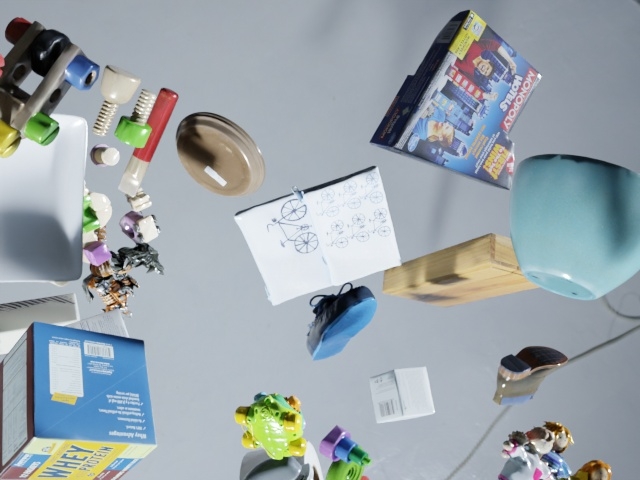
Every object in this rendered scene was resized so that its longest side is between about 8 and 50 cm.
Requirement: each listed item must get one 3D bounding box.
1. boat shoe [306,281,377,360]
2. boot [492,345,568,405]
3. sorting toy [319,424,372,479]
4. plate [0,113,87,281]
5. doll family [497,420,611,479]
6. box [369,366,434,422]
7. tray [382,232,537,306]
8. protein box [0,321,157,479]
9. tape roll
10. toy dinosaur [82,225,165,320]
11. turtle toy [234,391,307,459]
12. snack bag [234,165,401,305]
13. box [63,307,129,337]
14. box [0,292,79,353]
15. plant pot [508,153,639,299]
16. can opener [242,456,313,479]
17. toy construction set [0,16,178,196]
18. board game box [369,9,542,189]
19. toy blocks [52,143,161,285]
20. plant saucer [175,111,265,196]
[{"bbox_3d":[0.016,0.138,1.200,0.109,0.258,0.089,-7,63,-29],"label":"boat shoe"},{"bbox_3d":[0.482,0.314,1.548,0.219,0.106,0.082,-4,29,-33],"label":"boot"},{"bbox_3d":[0.097,0.529,1.418,0.126,0.365,0.127,21,54,34],"label":"sorting toy"},{"bbox_3d":[-0.520,-0.070,1.054,0.278,0.045,0.277,-1,99,-34],"label":"plate"},{"bbox_3d":[0.332,0.351,0.941,0.263,0.118,0.163,36,76,-10],"label":"doll family"},{"bbox_3d":[0.171,0.327,1.406,0.087,0.101,0.101,3,68,-29],"label":"box"},{"bbox_3d":[0.344,0.084,1.576,0.203,0.411,0.076,15,72,-24],"label":"tray"},{"bbox_3d":[-0.396,0.265,1.080,0.200,0.136,0.201,19,39,-40],"label":"protein box"},{"bbox_3d":[-0.087,0.643,1.665,0.169,0.246,0.246,-12,76,6],"label":"tape roll"},{"bbox_3d":[-0.581,0.074,1.910,0.219,0.321,0.164,-19,38,-27],"label":"toy dinosaur"},{"bbox_3d":[-0.059,0.259,0.925,0.095,0.130,0.066,3,36,18],"label":"turtle toy"},{"bbox_3d":[0.000,0.000,1.533,0.343,0.323,0.037,-17,43,1],"label":"snack bag"},{"bbox_3d":[-0.538,0.253,1.619,0.137,0.072,0.126,-18,70,-22],"label":"box"},{"bbox_3d":[-0.776,0.223,1.740,0.275,0.113,0.094,-8,54,-20],"label":"box"},{"bbox_3d":[0.471,-0.005,1.225,0.290,0.290,0.195,23,80,2],"label":"plant pot"},{"bbox_3d":[-0.134,0.416,1.074,0.284,0.076,0.095,-31,106,23],"label":"can opener"},{"bbox_3d":[-0.346,-0.116,0.742,0.309,0.257,0.237,21,106,-23],"label":"toy construction set"},{"bbox_3d":[0.193,-0.158,0.863,0.194,0.060,0.194,31,89,-30],"label":"board game box"},{"bbox_3d":[-0.616,-0.082,1.602,0.309,0.260,0.288,-35,122,-38],"label":"toy blocks"},{"bbox_3d":[-0.281,-0.222,1.811,0.278,0.277,0.041,28,50,4],"label":"plant saucer"}]
